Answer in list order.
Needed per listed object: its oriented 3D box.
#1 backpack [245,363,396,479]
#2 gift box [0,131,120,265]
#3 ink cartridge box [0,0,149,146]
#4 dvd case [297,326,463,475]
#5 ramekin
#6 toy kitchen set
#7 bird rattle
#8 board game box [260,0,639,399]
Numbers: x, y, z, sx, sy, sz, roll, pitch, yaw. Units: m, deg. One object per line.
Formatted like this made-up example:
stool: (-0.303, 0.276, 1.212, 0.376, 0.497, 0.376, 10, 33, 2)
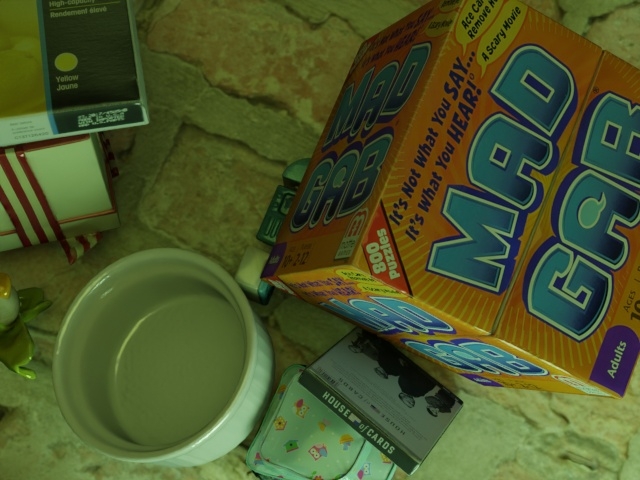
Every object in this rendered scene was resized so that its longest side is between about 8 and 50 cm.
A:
backpack: (0.014, 0.262, 1.677, 0.188, 0.144, 0.166, 25, 74, 3)
gift box: (-0.408, -0.113, 1.698, 0.255, 0.258, 0.276, -8, 63, -3)
ink cartridge box: (-0.381, -0.258, 1.593, 0.303, 0.072, 0.307, -10, 64, -4)
dvd case: (0.082, 0.195, 1.649, 0.179, 0.238, 0.029, 39, 111, 8)
ramekin: (-0.192, 0.161, 1.670, 0.277, 0.135, 0.277, -7, 67, 17)
toy kitchen set: (0.000, 0.000, 1.741, 0.166, 0.122, 0.207, 21, 79, 5)
bird rattle: (-0.485, 0.088, 1.699, 0.253, 0.207, 0.143, 8, 60, -7)
board game box: (0.195, -0.045, 1.581, 0.356, 0.356, 0.356, 26, 79, -15)
